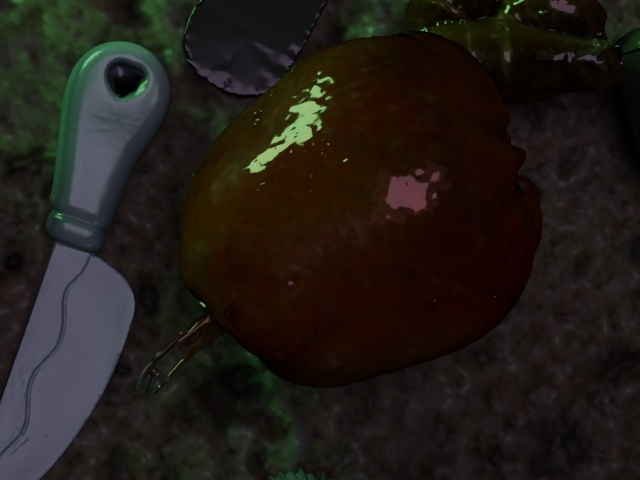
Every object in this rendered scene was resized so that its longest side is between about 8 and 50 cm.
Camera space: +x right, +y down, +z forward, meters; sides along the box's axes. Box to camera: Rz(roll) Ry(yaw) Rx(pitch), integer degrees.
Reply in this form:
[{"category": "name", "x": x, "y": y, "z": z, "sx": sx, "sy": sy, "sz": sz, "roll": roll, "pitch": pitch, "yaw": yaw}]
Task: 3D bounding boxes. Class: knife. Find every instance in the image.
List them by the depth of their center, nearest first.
[{"category": "knife", "x": -0.160, "y": 0.030, "z": 1.069, "sx": 0.080, "sy": 0.044, "sz": 0.331, "roll": 14, "pitch": 85, "yaw": -14}]

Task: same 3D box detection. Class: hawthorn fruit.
[{"category": "hawthorn fruit", "x": 0.000, "y": 0.000, "z": 1.017, "sx": 0.299, "sy": 0.211, "sz": 0.211, "roll": -33, "pitch": 88, "yaw": -4}]

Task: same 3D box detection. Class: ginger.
[{"category": "ginger", "x": 0.131, "y": -0.142, "z": 1.122, "sx": 0.162, "sy": 0.073, "sz": 0.103, "roll": 1, "pitch": 68, "yaw": 10}]

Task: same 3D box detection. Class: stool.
[{"category": "stool", "x": 0.254, "y": -0.100, "z": 1.128, "sx": 0.096, "sy": 0.096, "sz": 0.110, "roll": -14, "pitch": 89, "yaw": -11}]

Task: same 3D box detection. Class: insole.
[{"category": "insole", "x": 0.006, "y": -0.242, "z": 1.151, "sx": 0.109, "sy": 0.007, "sz": 0.322, "roll": 31, "pitch": 78, "yaw": -2}]

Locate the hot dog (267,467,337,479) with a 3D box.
[{"category": "hot dog", "x": 0.032, "y": 0.217, "z": 1.062, "sx": 0.192, "sy": 0.053, "sz": 0.099, "roll": 25, "pitch": 73, "yaw": -5}]
